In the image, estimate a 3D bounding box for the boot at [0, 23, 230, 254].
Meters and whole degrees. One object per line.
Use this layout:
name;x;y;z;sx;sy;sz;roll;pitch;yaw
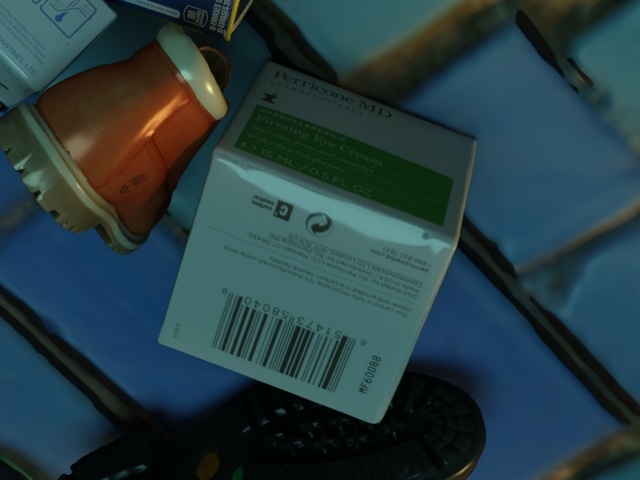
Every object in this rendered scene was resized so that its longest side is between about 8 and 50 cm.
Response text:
boot;-0.068;-0.041;0.517;0.084;0.158;0.059;-36;88;-2

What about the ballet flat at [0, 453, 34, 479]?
ballet flat;-0.127;0.193;0.705;0.203;0.074;0.074;36;123;-10

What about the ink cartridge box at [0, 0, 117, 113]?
ink cartridge box;-0.174;-0.140;0.491;0.207;0.046;0.097;47;165;-16

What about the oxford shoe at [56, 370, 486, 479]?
oxford shoe;-0.018;0.124;0.642;0.227;0.083;0.096;-18;136;22

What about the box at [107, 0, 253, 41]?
box;-0.032;-0.162;0.465;0.054;0.059;0.169;19;124;2

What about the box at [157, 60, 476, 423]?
box;0.000;0.000;0.542;0.101;0.087;0.102;21;123;0
